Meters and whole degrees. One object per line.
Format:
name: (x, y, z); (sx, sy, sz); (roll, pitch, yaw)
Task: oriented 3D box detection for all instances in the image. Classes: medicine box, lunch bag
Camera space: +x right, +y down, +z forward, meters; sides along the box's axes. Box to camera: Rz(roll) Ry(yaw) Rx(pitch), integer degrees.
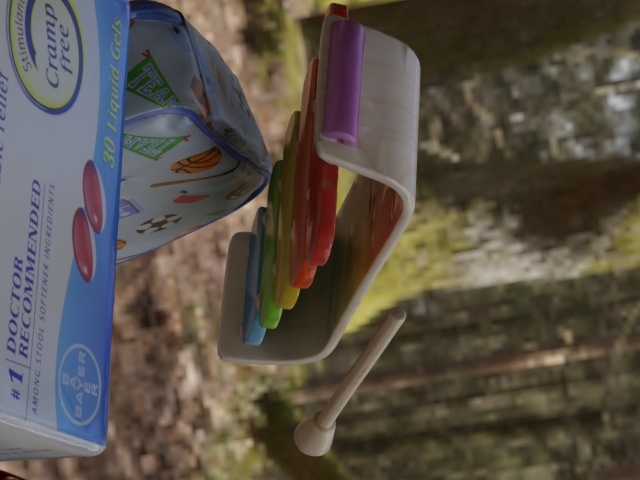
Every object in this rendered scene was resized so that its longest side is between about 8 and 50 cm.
medicine box: (-0.230, -0.040, 0.932); (0.289, 0.149, 0.263); (32, 56, -62)
lunch bag: (-0.177, -0.064, 1.371); (0.303, 0.243, 0.115); (41, 28, -72)

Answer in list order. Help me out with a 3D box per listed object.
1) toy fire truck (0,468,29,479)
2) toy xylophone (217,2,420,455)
toy fire truck: (-0.254, 0.288, 1.439); (0.246, 0.158, 0.217); (5, -110, 59)
toy xylophone: (0.000, 0.000, 1.322); (0.323, 0.081, 0.236); (113, -16, -48)
